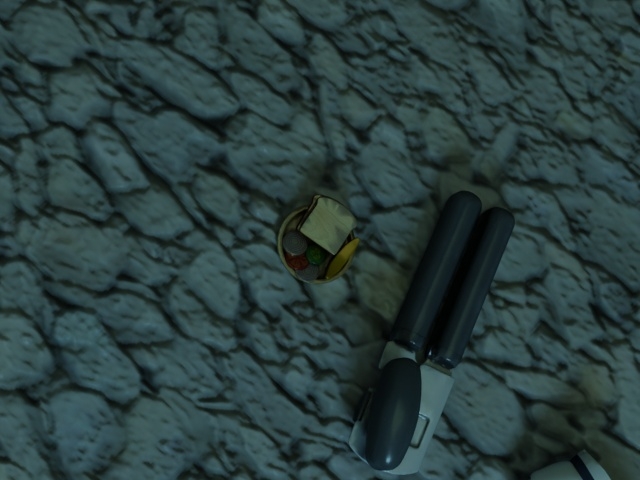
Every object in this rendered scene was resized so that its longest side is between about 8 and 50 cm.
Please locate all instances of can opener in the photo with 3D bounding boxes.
[{"bbox_3d":[0.111,0.086,1.452,0.076,0.095,0.283,26,78,-10],"label":"can opener"}]

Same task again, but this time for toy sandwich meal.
[{"bbox_3d":[0.000,0.000,1.470,0.085,0.029,0.086,2,82,-14],"label":"toy sandwich meal"}]

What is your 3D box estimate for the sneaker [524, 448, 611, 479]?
[{"bbox_3d":[0.267,0.319,1.475,0.094,0.090,0.235,-27,86,-3],"label":"sneaker"}]
